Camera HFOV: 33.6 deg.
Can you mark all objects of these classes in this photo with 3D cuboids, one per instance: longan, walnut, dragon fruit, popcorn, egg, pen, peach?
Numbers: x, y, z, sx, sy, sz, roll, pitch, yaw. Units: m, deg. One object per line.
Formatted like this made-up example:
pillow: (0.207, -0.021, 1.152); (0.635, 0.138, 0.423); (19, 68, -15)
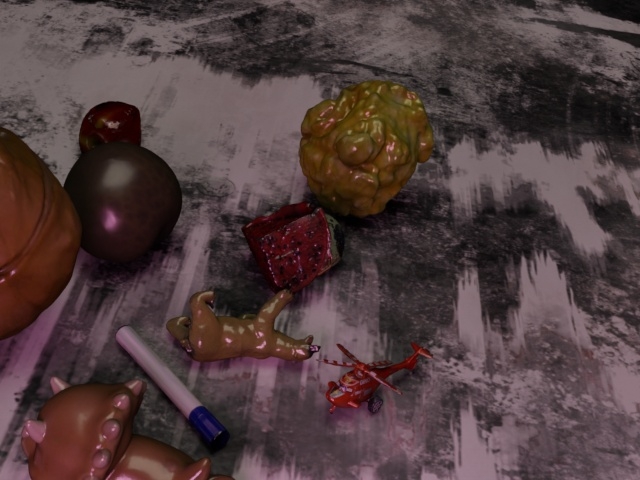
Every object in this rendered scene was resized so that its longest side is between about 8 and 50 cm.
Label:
longan: (-0.330, -0.063, 1.746); (0.198, 0.198, 0.212); (21, 55, 18)
walnut: (-0.532, -0.034, 1.503); (0.398, 0.354, 0.308); (29, 63, 35)
dragon fruit: (-0.054, 0.012, 1.760); (0.121, 0.127, 0.161); (-21, 16, -16)
popcorn: (0.068, -0.168, 1.965); (0.235, 0.242, 0.250); (38, 45, -2)
egg: (0.000, 0.000, 1.817); (0.085, 0.085, 0.110); (-7, 39, -23)
pen: (-0.215, 0.204, 1.508); (0.033, 0.033, 0.269); (-18, 41, -35)
peach: (-0.397, -0.219, 2.051); (0.127, 0.092, 0.172); (9, 35, 6)

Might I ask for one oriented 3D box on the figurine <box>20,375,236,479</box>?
figurine: (-0.241, 0.258, 1.290); (0.247, 0.173, 0.177); (22, 35, 20)

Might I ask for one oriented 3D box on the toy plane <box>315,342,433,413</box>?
toy plane: (0.075, 0.195, 1.557); (0.126, 0.077, 0.194); (25, 28, 17)

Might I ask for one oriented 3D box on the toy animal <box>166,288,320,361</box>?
toy animal: (-0.116, 0.141, 1.589); (0.219, 0.103, 0.101); (1, 53, -16)
